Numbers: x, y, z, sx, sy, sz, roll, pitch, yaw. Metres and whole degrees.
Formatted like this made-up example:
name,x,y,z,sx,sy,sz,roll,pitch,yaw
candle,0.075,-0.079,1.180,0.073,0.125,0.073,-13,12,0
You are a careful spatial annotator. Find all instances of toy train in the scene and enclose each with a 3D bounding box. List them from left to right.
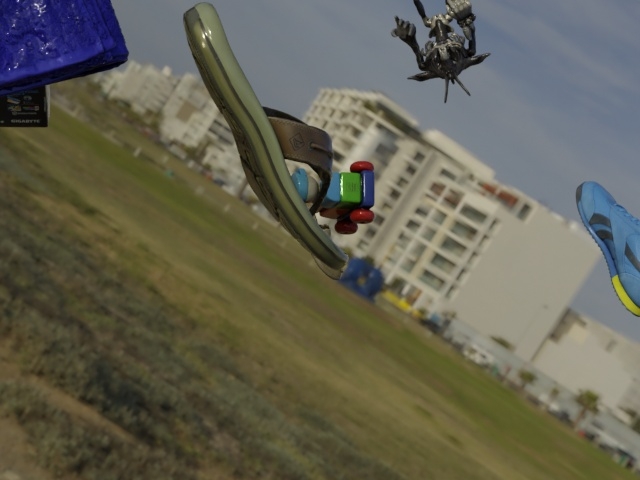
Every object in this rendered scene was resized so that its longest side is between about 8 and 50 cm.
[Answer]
name,x,y,z,sx,sy,sz,roll,pitch,yaw
toy train,-0.004,-0.066,1.913,0.143,0.105,0.248,4,-13,-17

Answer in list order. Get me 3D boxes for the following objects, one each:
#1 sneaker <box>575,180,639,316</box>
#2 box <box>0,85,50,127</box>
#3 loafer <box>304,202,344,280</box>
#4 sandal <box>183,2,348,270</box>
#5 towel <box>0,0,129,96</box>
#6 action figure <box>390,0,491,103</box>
name,x,y,z,sx,sy,sz,roll,pitch,yaw
sneaker,0.394,-0.006,1.385,0.069,0.082,0.209,16,43,-35
box,-0.467,-0.221,1.418,0.220,0.051,0.175,-1,-35,-11
loafer,0.000,0.000,1.804,0.148,0.050,0.056,56,5,-13
sandal,-0.035,-0.097,1.054,0.303,0.086,0.120,65,-10,-26
towel,-0.359,-0.307,1.170,0.308,0.227,0.076,69,-20,3
action figure,0.213,-0.401,2.027,0.141,0.164,0.276,29,46,-64
